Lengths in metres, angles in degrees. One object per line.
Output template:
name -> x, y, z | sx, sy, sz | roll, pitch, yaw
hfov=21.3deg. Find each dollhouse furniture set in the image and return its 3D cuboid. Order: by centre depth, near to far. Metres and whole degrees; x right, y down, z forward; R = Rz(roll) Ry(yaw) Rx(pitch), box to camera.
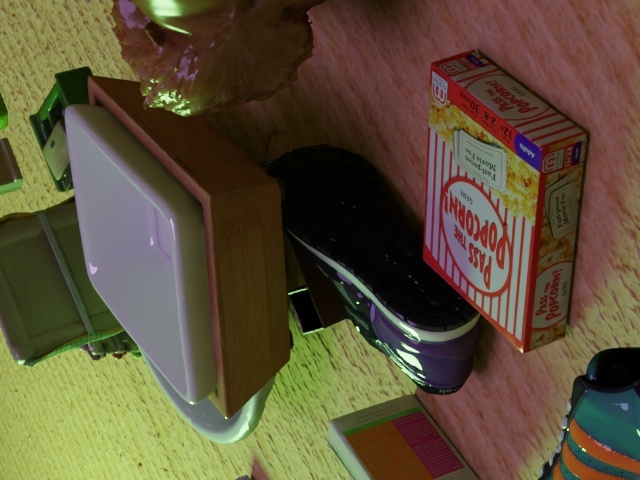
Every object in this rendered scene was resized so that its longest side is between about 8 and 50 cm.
dollhouse furniture set -> -0.303, -0.011, 1.850 | 0.302, 0.197, 0.151 | 67, 154, 9

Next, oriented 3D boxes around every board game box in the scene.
board game box -> 0.141, -0.031, 1.337 | 0.147, 0.045, 0.193 | 44, 145, 45

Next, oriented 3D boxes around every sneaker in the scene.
sneaker -> 0.224, 0.141, 1.230 | 0.121, 0.108, 0.302 | 65, 147, 14
sneaker -> 0.037, 0.032, 1.536 | 0.283, 0.107, 0.124 | 50, 154, 39

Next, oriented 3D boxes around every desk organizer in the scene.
desk organizer -> -0.010, 0.021, 1.642 | 0.047, 0.050, 0.130 | -19, 93, 58

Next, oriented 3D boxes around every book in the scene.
book -> 0.084, 0.211, 1.573 | 0.144, 0.096, 0.035 | 53, 150, 36

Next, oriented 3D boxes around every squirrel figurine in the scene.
squirrel figurine -> -0.108, -0.319, 1.391 | 0.397, 0.281, 0.370 | 100, 149, -43

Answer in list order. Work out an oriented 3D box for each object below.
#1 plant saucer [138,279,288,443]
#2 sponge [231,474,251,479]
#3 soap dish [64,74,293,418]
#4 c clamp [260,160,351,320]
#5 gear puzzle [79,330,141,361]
plant saucer -> -0.129, 0.020, 1.870 | 0.400, 0.100, 0.400 | 44, 145, 43
sponge -> -0.051, 0.396, 2.066 | 0.210, 0.031, 0.117 | 51, 149, 37
soap dish -> -0.130, -0.006, 1.580 | 0.291, 0.118, 0.229 | 43, 143, 52
c clamp -> 0.000, 0.000, 1.687 | 0.137, 0.022, 0.161 | 10, 117, 55
gear puzzle -> -0.265, 0.064, 2.061 | 0.339, 0.044, 0.175 | 15, -128, -79
